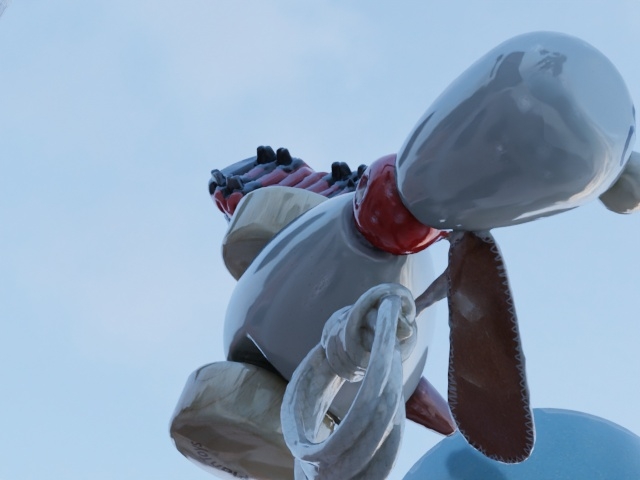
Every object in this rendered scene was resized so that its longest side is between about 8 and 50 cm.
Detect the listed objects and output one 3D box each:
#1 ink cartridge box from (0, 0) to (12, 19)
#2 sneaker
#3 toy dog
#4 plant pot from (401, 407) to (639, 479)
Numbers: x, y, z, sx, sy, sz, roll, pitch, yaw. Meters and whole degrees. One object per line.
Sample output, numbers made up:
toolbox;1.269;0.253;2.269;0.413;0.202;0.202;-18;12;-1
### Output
ink cartridge box;-0.334;-0.186;1.152;0.093;0.154;0.212;27;-94;-1
sneaker;0.000;0.000;1.247;0.276;0.098;0.135;18;-49;56
toy dog;0.055;0.035;0.670;0.161;0.220;0.334;26;-12;-17
plant pot;0.195;0.310;1.157;0.290;0.195;0.290;0;-74;-1
